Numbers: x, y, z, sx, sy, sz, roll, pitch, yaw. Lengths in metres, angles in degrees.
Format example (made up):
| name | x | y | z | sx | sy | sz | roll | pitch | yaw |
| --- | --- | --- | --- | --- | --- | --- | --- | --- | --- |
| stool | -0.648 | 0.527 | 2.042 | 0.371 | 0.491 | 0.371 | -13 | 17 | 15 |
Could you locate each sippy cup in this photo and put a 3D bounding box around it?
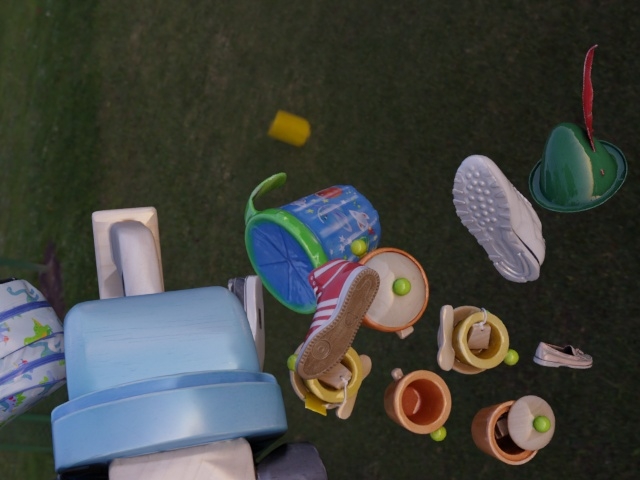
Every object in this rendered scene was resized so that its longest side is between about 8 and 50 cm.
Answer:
| name | x | y | z | sx | sy | sz | roll | pitch | yaw |
| --- | --- | --- | --- | --- | --- | --- | --- | --- | --- |
| sippy cup | 0.000 | 0.000 | 1.674 | 0.240 | 0.224 | 0.305 | 2 | 119 | 52 |

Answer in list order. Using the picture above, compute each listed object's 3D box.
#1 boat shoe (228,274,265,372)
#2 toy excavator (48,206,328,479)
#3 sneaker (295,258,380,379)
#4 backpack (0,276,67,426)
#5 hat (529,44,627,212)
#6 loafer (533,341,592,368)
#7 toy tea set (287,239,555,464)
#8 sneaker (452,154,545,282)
| name | x | y | z | sx | sy | sz | roll | pitch | yaw |
| --- | --- | --- | --- | --- | --- | --- | --- | --- | --- |
| boat shoe | -0.148 | 0.175 | 1.537 | 0.070 | 0.078 | 0.219 | -6 | 67 | 11 |
| toy excavator | -0.162 | 0.115 | 0.794 | 0.433 | 0.222 | 0.445 | 122 | 141 | -65 |
| sneaker | 0.004 | 0.070 | 0.756 | 0.118 | 0.042 | 0.067 | -57 | 34 | -4 |
| backpack | -0.568 | 0.210 | 1.255 | 0.355 | 0.273 | 0.290 | -49 | -7 | -12 |
| hat | 0.426 | -0.183 | 1.393 | 0.173 | 0.183 | 0.208 | -14 | 42 | 21 |
| loafer | 0.435 | 0.203 | 1.422 | 0.045 | 0.125 | 0.039 | 26 | 108 | 63 |
| toy tea set | 0.139 | 0.140 | 0.929 | 0.124 | 0.336 | 0.200 | -27 | 43 | 69 |
| sneaker | 0.280 | -0.045 | 1.234 | 0.090 | 0.235 | 0.095 | -1 | 42 | 42 |
